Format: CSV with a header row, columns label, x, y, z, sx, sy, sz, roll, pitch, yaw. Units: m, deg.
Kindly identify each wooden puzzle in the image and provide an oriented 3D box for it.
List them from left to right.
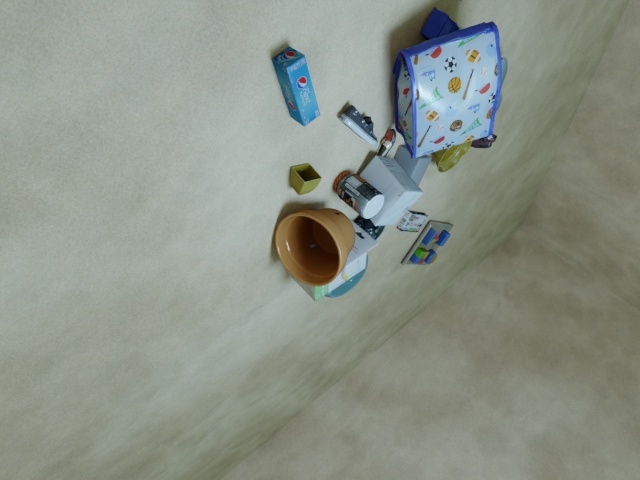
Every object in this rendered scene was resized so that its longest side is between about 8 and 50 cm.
label,x,y,z,sx,sy,sz,roll,pitch,yaw
wooden puzzle,0.686,0.034,2.637,0.347,0.080,0.322,1,125,-51

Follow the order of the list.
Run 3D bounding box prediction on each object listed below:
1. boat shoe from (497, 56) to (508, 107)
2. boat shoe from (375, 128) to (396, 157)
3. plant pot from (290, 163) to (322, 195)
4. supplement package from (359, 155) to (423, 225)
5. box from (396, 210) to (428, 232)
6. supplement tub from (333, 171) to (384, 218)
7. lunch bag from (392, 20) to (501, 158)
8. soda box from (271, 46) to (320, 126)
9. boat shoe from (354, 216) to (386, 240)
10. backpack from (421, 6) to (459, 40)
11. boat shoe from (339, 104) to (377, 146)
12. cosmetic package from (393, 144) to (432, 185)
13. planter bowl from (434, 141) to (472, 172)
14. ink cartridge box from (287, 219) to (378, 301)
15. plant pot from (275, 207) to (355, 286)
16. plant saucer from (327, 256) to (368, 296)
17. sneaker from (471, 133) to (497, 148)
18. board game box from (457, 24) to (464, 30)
label,x,y,z,sx,sy,sz,roll,pitch,yaw
boat shoe,0.763,-0.690,1.896,0.114,0.091,0.303,-47,151,-18
boat shoe,0.260,-0.381,1.689,0.043,0.049,0.137,-15,141,-38
plant pot,-0.059,-0.205,1.474,0.081,0.081,0.083,-19,150,-37
supplement package,0.262,-0.199,1.711,0.149,0.203,0.194,-4,143,-49
box,0.504,-0.102,2.306,0.206,0.036,0.114,2,124,-51
supplement tub,0.145,-0.180,1.636,0.116,0.190,0.117,-30,144,-25
lunch bag,0.430,-0.529,1.467,0.327,0.239,0.386,-19,144,-1
soda box,-0.066,-0.434,1.208,0.067,0.071,0.210,-40,148,-13
boat shoe,0.188,-0.031,1.920,0.340,0.127,0.113,-52,161,27
backpack,0.418,-0.715,1.451,0.120,0.101,0.098,-4,136,-54
boat shoe,0.151,-0.410,1.503,0.228,0.080,0.076,22,110,-49
cosmetic package,0.369,-0.286,1.852,0.107,0.127,0.238,-11,136,-44
planter bowl,0.604,-0.434,1.991,0.217,0.090,0.217,-32,153,-18
ink cartridge box,0.054,0.075,1.798,0.353,0.207,0.119,-31,144,-24
plant pot,0.000,0.000,1.615,0.203,0.290,0.291,-37,152,-50
plant saucer,0.135,0.180,2.178,0.317,0.043,0.318,-31,144,-25
sneaker,0.744,-0.518,1.975,0.107,0.162,0.281,-66,157,-7
board game box,0.531,-0.631,1.728,0.389,0.050,0.390,-6,131,-48
